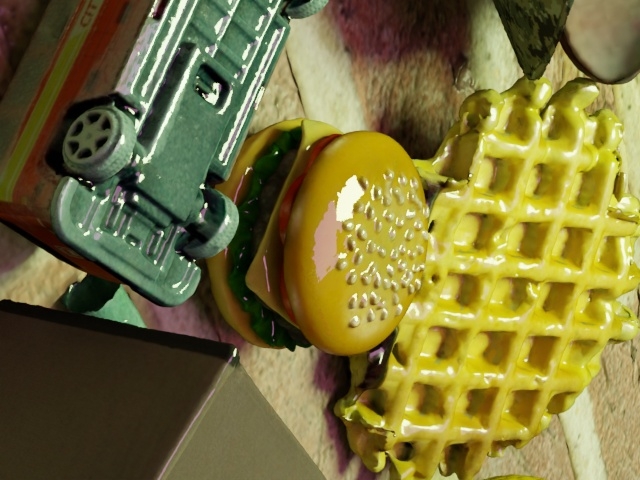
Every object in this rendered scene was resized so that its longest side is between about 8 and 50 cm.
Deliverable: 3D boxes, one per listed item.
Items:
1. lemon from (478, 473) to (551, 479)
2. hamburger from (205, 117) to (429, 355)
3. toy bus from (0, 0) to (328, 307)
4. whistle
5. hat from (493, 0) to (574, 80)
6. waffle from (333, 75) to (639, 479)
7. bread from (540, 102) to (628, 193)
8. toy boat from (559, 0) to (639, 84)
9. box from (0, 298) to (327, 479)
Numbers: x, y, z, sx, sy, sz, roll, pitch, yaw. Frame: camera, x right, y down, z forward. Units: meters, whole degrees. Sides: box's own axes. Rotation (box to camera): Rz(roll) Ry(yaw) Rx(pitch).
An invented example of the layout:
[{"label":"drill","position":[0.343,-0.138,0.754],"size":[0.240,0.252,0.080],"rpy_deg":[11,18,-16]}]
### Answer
[{"label":"lemon","position":[0.143,0.279,1.221],"size":[0.244,0.187,0.186],"rpy_deg":[-43,131,-30]},{"label":"hamburger","position":[0.000,0.000,1.019],"size":[0.162,0.115,0.162],"rpy_deg":[-19,114,-51]},{"label":"toy bus","position":[-0.090,-0.106,0.868],"size":[0.121,0.120,0.265],"rpy_deg":[39,67,-50]},{"label":"whistle","position":[-0.104,0.098,0.970],"size":[0.039,0.039,0.186],"rpy_deg":[-51,135,-33]},{"label":"hat","position":[0.113,-0.243,1.092],"size":[0.265,0.128,0.265],"rpy_deg":[-169,-90,-89]},{"label":"waffle","position":[0.132,0.033,1.188],"size":[0.307,0.060,0.311],"rpy_deg":[-29,122,-24]},{"label":"bread","position":[0.191,-0.054,1.302],"size":[0.149,0.073,0.122],"rpy_deg":[-2,96,-48]},{"label":"toy boat","position":[0.229,-0.239,1.240],"size":[0.282,0.096,0.206],"rpy_deg":[-60,146,-68]},{"label":"box","position":[-0.138,0.185,0.824],"size":[0.252,0.188,0.153],"rpy_deg":[-61,140,-27]}]
